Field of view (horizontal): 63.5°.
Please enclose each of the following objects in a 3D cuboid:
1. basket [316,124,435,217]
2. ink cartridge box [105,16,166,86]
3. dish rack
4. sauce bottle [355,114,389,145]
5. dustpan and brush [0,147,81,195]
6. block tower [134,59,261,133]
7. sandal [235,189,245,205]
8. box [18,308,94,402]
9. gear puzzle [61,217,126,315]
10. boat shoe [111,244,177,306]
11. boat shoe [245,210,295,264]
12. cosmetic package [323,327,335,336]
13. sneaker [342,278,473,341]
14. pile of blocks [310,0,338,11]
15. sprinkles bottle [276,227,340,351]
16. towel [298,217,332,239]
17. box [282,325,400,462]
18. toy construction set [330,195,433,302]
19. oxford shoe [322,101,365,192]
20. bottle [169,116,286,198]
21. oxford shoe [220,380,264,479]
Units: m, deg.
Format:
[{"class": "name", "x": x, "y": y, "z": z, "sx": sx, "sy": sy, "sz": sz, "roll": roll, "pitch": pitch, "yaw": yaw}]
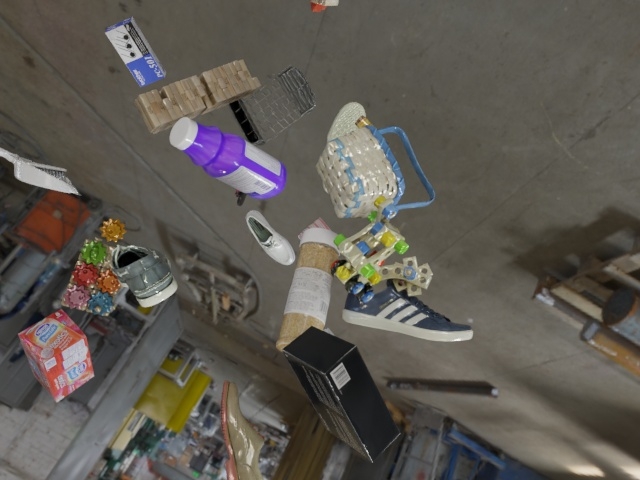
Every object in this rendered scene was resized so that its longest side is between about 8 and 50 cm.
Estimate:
[{"class": "basket", "x": 0.149, "y": -0.190, "z": 1.410, "sx": 0.201, "sy": 0.289, "sz": 0.254, "roll": 119, "pitch": 134, "yaw": -60}, {"class": "ink cartridge box", "x": -0.620, "y": -0.632, "z": 1.745, "sx": 0.097, "sy": 0.046, "sz": 0.207, "roll": -20, "pitch": 132, "yaw": 7}, {"class": "dish rack", "x": -0.159, "y": -0.465, "z": 1.753, "sx": 0.208, "sy": 0.271, "sz": 0.074, "roll": 61, "pitch": -167, "yaw": 15}, {"class": "sauce bottle", "x": 0.167, "y": -0.343, "z": 1.652, "sx": 0.128, "sy": 0.042, "sz": 0.042, "roll": 42, "pitch": 153, "yaw": -1}, {"class": "dustpan and brush", "x": -0.614, "y": -0.155, "z": 1.082, "sx": 0.211, "sy": 0.060, "sz": 0.147, "roll": 12, "pitch": -172, "yaw": -33}, {"class": "block tower", "x": -0.332, "y": -0.395, "z": 1.409, "sx": 0.091, "sy": 0.335, "sz": 0.097, "roll": -12, "pitch": 106, "yaw": 58}, {"class": "sandal", "x": -0.284, "y": -0.187, "z": 1.889, "sx": 0.040, "sy": 0.179, "sz": 0.067, "roll": 20, "pitch": 129, "yaw": -6}, {"class": "box", "x": -0.746, "y": 0.332, "z": 1.474, "sx": 0.122, "sy": 0.128, "sz": 0.257, "roll": 40, "pitch": 141, "yaw": 18}, {"class": "gear puzzle", "x": -0.744, "y": 0.087, "z": 1.777, "sx": 0.175, "sy": 0.339, "sz": 0.044, "roll": 21, "pitch": 173, "yaw": -27}, {"class": "boat shoe", "x": -0.392, "y": 0.045, "z": 1.115, "sx": 0.319, "sy": 0.116, "sz": 0.099, "roll": 24, "pitch": 142, "yaw": 59}, {"class": "boat shoe", "x": -0.176, "y": 0.001, "z": 1.734, "sx": 0.226, "sy": 0.083, "sz": 0.076, "roll": 47, "pitch": -166, "yaw": -9}, {"class": "cosmetic package", "x": 0.056, "y": 0.439, "z": 1.882, "sx": 0.085, "sy": 0.117, "sz": 0.231, "roll": -25, "pitch": 124, "yaw": 18}, {"class": "sneaker", "x": 0.234, "y": 0.176, "z": 1.384, "sx": 0.350, "sy": 0.148, "sz": 0.131, "roll": 9, "pitch": 174, "yaw": 17}, {"class": "pile of blocks", "x": -0.015, "y": -0.583, "z": 1.155, "sx": 0.149, "sy": 0.362, "sz": 0.112, "roll": 11, "pitch": 123, "yaw": 2}, {"class": "sprinkles bottle", "x": -0.028, "y": 0.141, "z": 1.445, "sx": 0.121, "sy": 0.355, "sz": 0.121, "roll": 10, "pitch": 152, "yaw": 5}, {"class": "towel", "x": 0.000, "y": 0.000, "z": 1.984, "sx": 0.029, "sy": 0.197, "sz": 0.144, "roll": -36, "pitch": 93, "yaw": 32}, {"class": "box", "x": 0.045, "y": 0.341, "z": 1.170, "sx": 0.184, "sy": 0.103, "sz": 0.261, "roll": 7, "pitch": 129, "yaw": 55}, {"class": "toy construction set", "x": 0.143, "y": 0.047, "z": 1.249, "sx": 0.151, "sy": 0.215, "sz": 0.328, "roll": 48, "pitch": -178, "yaw": 40}, {"class": "oxford shoe", "x": 0.092, "y": -0.434, "z": 2.418, "sx": 0.169, "sy": 0.130, "sz": 0.449, "roll": 5, "pitch": 121, "yaw": -16}, {"class": "bottle", "x": -0.203, "y": -0.182, "z": 1.158, "sx": 0.118, "sy": 0.092, "sz": 0.283, "roll": -12, "pitch": 155, "yaw": 37}, {"class": "oxford shoe", "x": -0.244, "y": 0.613, "z": 1.631, "sx": 0.130, "sy": 0.348, "sz": 0.123, "roll": -8, "pitch": 163, "yaw": -11}]
